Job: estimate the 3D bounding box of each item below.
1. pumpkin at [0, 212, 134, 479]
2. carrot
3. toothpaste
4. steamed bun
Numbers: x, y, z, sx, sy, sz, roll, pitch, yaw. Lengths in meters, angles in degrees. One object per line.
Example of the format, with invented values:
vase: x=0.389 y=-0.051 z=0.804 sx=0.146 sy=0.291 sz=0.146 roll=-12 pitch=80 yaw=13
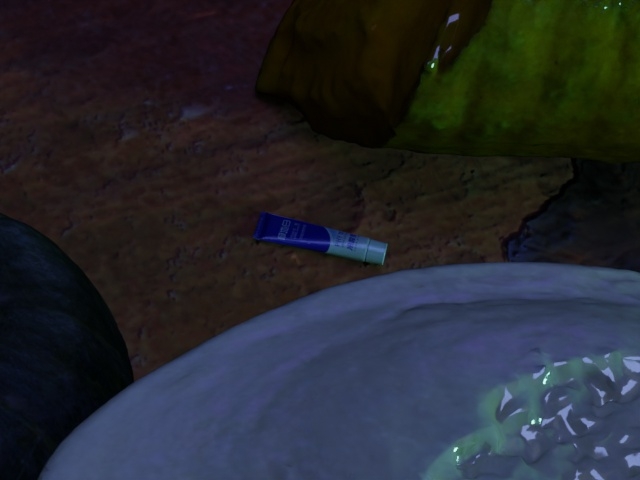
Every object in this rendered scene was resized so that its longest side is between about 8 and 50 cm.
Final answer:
pumpkin: x=-0.232 y=0.096 z=0.912 sx=0.300 sy=0.207 sz=0.300 roll=6 pitch=46 yaw=-7
carrot: x=0.143 y=-0.168 z=1.150 sx=0.340 sy=0.241 sz=0.241 roll=5 pitch=57 yaw=-8
toothpaste: x=0.000 y=0.000 z=1.149 sx=0.083 sy=0.015 sz=0.024 roll=14 pitch=49 yaw=5
steamed bun: x=0.079 y=0.204 z=0.826 sx=0.455 sy=0.371 sz=0.290 roll=-3 pitch=42 yaw=-16
